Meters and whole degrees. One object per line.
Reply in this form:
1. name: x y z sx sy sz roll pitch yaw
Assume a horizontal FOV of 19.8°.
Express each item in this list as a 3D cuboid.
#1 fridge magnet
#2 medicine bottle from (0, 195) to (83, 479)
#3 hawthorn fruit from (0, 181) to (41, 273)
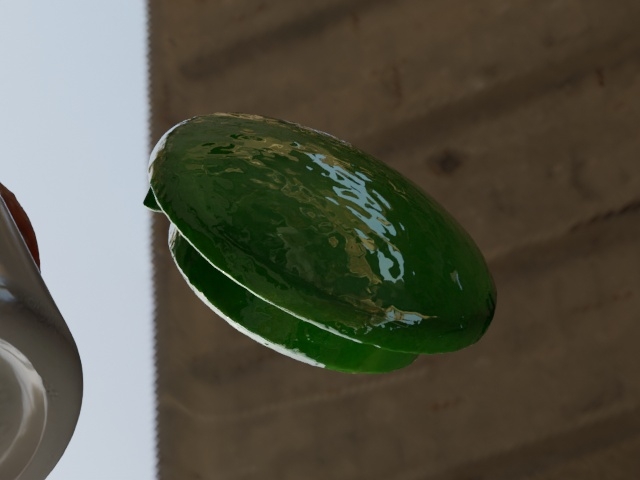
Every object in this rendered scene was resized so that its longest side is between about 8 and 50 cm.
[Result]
1. fridge magnet: 0.000 0.000 1.004 0.088 0.208 0.208 -62 -142 22
2. medicine bottle: -0.146 0.011 0.583 0.105 0.105 0.168 -42 -140 5
3. hawthorn fruit: -0.234 0.026 0.909 0.205 0.205 0.253 -29 -137 18
